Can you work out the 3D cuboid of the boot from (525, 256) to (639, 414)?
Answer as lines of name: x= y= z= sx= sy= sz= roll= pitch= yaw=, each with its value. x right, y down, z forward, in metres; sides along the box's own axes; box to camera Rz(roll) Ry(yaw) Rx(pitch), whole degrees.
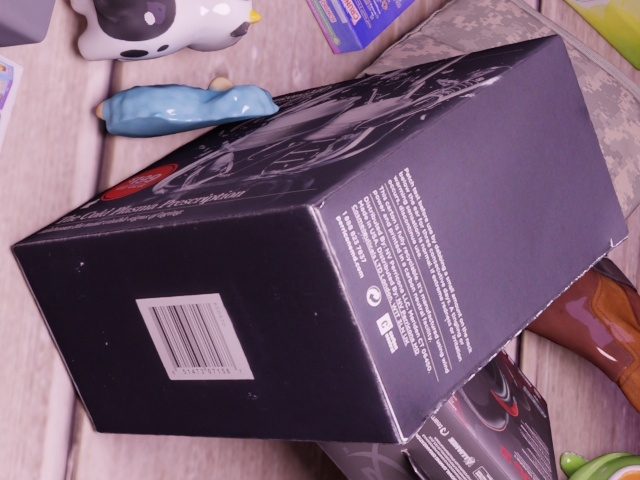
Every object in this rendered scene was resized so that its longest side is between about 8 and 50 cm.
boot: x=0.308 y=0.143 z=1.491 sx=0.264 sy=0.096 sz=0.280 roll=14 pitch=39 yaw=-54

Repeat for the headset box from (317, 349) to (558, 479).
headset box: x=0.101 y=0.157 z=1.227 sx=0.218 sy=0.110 sz=0.293 roll=50 pitch=17 yaw=-12

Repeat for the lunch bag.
lunch bag: x=0.181 y=-0.106 z=1.416 sx=0.287 sy=0.169 sz=0.235 roll=46 pitch=49 yaw=3

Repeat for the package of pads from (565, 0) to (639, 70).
package of pads: x=0.389 y=-0.312 z=1.608 sx=0.296 sy=0.229 sz=0.101 roll=31 pitch=65 yaw=-40

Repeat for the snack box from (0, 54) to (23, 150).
snack box: x=-0.274 y=-0.062 z=1.066 sx=0.064 sy=0.022 sz=0.178 roll=26 pitch=69 yaw=-40

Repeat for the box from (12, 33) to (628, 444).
box: x=0.000 y=0.000 z=1.110 sx=0.312 sy=0.343 sz=0.179 roll=-35 pitch=110 yaw=-42

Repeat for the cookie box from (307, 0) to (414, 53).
cookie box: x=0.036 y=-0.246 z=1.380 sx=0.107 sy=0.040 sz=0.091 roll=-46 pitch=118 yaw=-38

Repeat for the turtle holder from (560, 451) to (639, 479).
turtle holder: x=0.389 y=0.376 z=1.546 sx=0.243 sy=0.227 sz=0.320 roll=-44 pitch=116 yaw=-39

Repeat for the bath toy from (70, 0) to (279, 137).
bath toy: x=-0.128 y=-0.262 z=1.154 sx=0.151 sy=0.129 sz=0.348 roll=-21 pitch=101 yaw=-56

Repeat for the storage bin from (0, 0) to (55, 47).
storage bin: x=-0.238 y=-0.214 z=1.073 sx=0.091 sy=0.098 sz=0.135 roll=31 pitch=65 yaw=-51
